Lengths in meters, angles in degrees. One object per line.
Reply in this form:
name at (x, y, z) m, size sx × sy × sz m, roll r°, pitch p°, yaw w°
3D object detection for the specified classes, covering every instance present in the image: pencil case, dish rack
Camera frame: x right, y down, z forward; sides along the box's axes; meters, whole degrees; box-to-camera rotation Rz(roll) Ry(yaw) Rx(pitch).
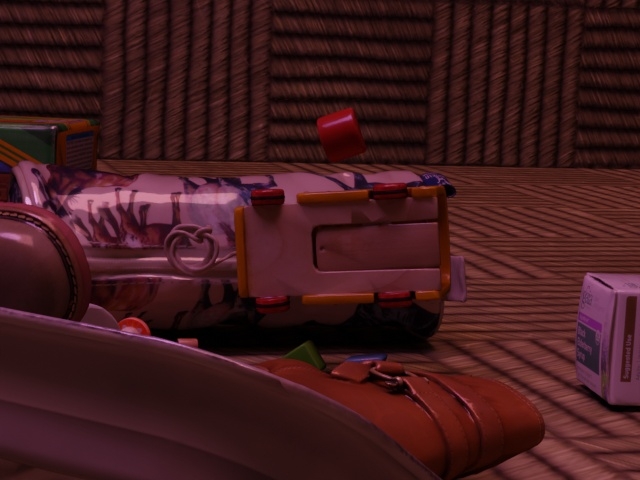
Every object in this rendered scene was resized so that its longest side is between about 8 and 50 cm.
pencil case at (-0.082, 0.012, 1.407) m, size 0.410 × 0.160 × 0.183 m, roll 0°, pitch -3°, yaw -20°
dish rack at (-0.059, 0.114, 0.607) m, size 0.285 × 0.072 × 0.333 m, roll 9°, pitch -21°, yaw 32°

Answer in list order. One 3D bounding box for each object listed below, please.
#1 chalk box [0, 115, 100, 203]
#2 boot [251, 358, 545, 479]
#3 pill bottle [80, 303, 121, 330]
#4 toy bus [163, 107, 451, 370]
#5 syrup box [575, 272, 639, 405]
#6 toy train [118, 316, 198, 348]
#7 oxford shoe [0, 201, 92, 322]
chalk box at (-0.383, -0.040, 1.597) m, size 0.289 × 0.179 × 0.180 m, roll 4°, pitch 8°, yaw 4°
boot at (0.040, 0.128, 0.917) m, size 0.220 × 0.109 × 0.283 m, roll 3°, pitch 0°, yaw -28°
pill bottle at (-0.238, 0.071, 1.088) m, size 0.208 × 0.117 × 0.117 m, roll 8°, pitch 10°, yaw 36°
toy bus at (0.012, 0.005, 1.290) m, size 0.202 × 0.191 × 0.104 m, roll 44°, pitch 10°, yaw 6°
syrup box at (0.333, 0.082, 1.282) m, size 0.237 × 0.096 × 0.093 m, roll 1°, pitch 6°, yaw -7°
toy train at (-0.164, 0.087, 1.251) m, size 0.166 × 0.046 × 0.125 m, roll 1°, pitch 8°, yaw -12°
oxford shoe at (-0.302, 0.070, 0.959) m, size 0.348 × 0.123 × 0.130 m, roll -19°, pitch 8°, yaw 20°
